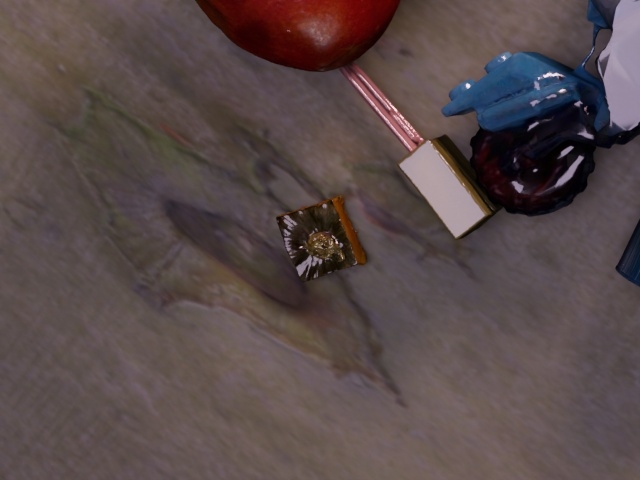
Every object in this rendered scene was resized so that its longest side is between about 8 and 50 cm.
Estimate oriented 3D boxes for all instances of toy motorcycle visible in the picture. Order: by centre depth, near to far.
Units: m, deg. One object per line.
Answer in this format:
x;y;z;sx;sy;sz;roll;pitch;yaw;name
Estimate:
0.295;-0.209;1.843;0.416;0.172;0.232;-37;80;26;toy motorcycle

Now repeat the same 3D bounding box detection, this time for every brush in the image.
0.094;-0.107;1.935;0.047;0.103;0.233;-40;84;16;brush

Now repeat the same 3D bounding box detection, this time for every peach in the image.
-0.027;-0.283;1.874;0.243;0.243;0.199;49;137;5;peach

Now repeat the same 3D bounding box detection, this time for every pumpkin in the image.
0.000;0.000;2.001;0.074;0.054;0.083;-20;96;22;pumpkin

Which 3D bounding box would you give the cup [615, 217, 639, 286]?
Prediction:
0.386;-0.009;1.872;0.113;0.150;0.138;35;107;45;cup
